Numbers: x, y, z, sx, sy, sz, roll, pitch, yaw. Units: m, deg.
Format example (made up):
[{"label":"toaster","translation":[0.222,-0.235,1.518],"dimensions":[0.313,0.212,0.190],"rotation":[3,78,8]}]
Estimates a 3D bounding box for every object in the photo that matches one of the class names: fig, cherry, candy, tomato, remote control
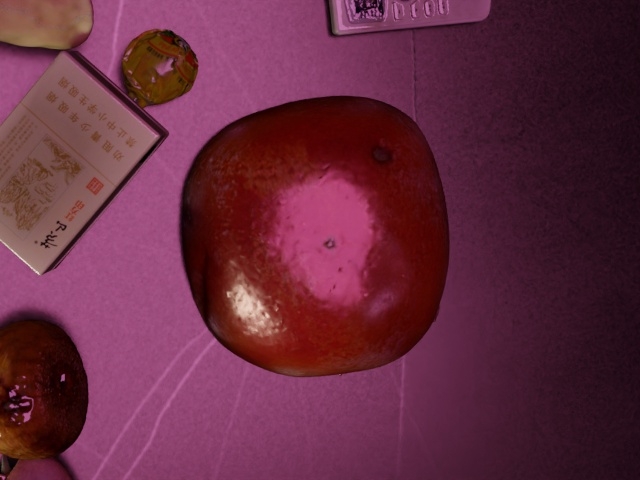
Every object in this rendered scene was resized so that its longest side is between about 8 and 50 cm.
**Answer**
[{"label":"fig","translation":[-0.352,0.168,1.450],"dimensions":[0.201,0.134,0.146],"rotation":[-11,51,11]},{"label":"cherry","translation":[-0.306,0.282,1.471],"dimensions":[0.126,0.087,0.106],"rotation":[27,92,-9]},{"label":"candy","translation":[-0.227,-0.114,1.488],"dimensions":[0.077,0.073,0.262],"rotation":[35,93,7]},{"label":"tomato","translation":[0.008,-0.001,1.499],"dimensions":[0.338,0.143,0.338],"rotation":[0,91,-11]},{"label":"remote control","translation":[0.102,-0.284,1.560],"dimensions":[0.190,0.029,0.087],"rotation":[-6,95,-12]}]

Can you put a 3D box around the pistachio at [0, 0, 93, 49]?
[{"label":"pistachio","translation":[-0.351,-0.317,1.382],"dimensions":[0.299,0.187,0.187],"rotation":[25,88,-17]}]

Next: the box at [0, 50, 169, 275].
[{"label":"box","translation":[-0.275,-0.082,1.439],"dimensions":[0.141,0.058,0.201],"rotation":[40,98,-1]}]
